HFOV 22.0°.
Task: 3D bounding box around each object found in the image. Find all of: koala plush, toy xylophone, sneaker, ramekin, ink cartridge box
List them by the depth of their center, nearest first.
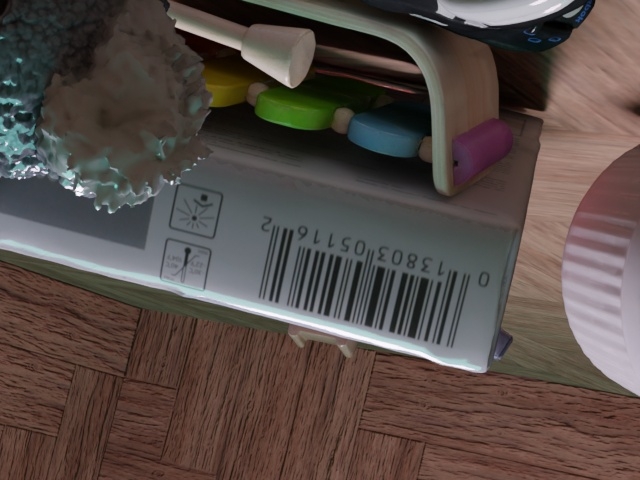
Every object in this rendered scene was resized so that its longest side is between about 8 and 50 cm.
[{"bbox_3d":[-0.101,-0.123,0.649,0.196,0.221,0.203,8,170,33],"label":"koala plush"},{"bbox_3d":[0.100,-0.132,0.783,0.121,0.079,0.217,14,-176,-28],"label":"sneaker"},{"bbox_3d":[-0.058,-0.108,0.900,0.323,0.081,0.236,20,-163,24],"label":"toy xylophone"},{"bbox_3d":[-0.022,-0.047,1.041,0.308,0.091,0.385,13,-166,7],"label":"ink cartridge box"},{"bbox_3d":[0.263,0.022,1.135,0.207,0.207,0.109,19,180,-32],"label":"ramekin"}]

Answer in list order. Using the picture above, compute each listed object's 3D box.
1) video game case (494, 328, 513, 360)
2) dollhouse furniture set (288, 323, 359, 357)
[{"bbox_3d":[0.000,0.000,1.255,0.274,0.026,0.196,37,171,-15],"label":"video game case"},{"bbox_3d":[-0.009,0.036,2.050,0.262,0.135,0.259,11,160,19],"label":"dollhouse furniture set"}]
